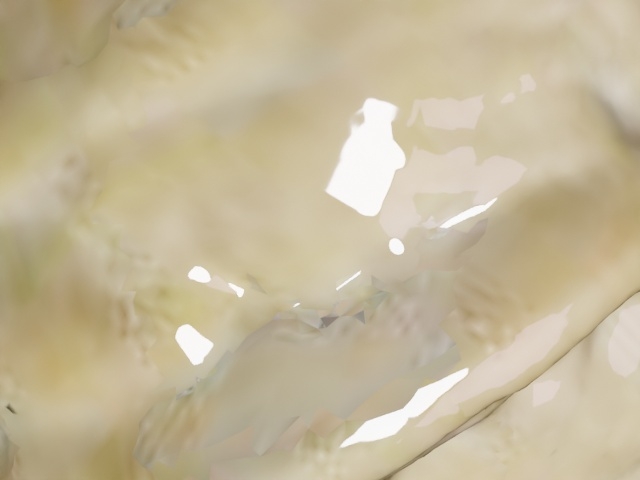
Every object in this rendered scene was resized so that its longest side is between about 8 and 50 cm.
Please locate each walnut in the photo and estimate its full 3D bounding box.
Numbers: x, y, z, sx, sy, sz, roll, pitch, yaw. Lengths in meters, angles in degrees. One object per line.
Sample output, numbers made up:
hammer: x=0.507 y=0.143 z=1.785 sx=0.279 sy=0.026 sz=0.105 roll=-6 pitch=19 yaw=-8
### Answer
walnut: x=0.000 y=0.000 z=0.504 sx=0.381 sy=0.381 sz=0.381 roll=-19 pitch=124 yaw=-30
